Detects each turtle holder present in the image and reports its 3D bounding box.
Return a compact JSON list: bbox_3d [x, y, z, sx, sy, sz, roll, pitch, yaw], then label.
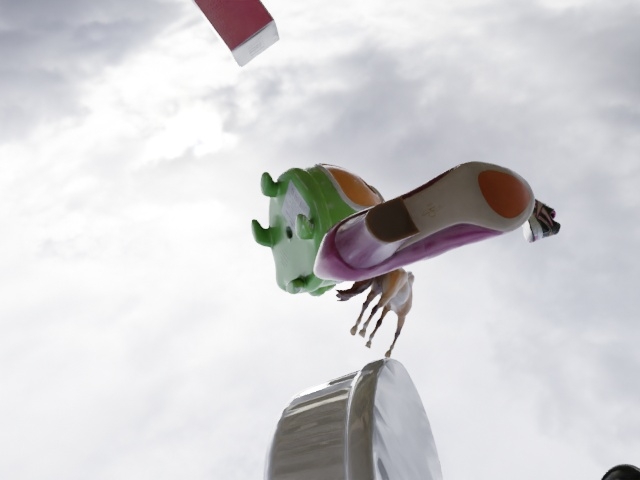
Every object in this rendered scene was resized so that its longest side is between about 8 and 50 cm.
[{"bbox_3d":[0.009,-0.001,1.210,0.228,0.320,0.243,-12,-159,-28],"label":"turtle holder"}]

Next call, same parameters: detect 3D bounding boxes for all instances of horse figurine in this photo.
[{"bbox_3d":[0.115,0.104,1.053,0.066,0.263,0.174,19,-104,30],"label":"horse figurine"}]

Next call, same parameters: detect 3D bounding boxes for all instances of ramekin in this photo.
[{"bbox_3d":[0.043,0.269,0.632,0.127,0.272,0.272,-16,-145,18],"label":"ramekin"}]

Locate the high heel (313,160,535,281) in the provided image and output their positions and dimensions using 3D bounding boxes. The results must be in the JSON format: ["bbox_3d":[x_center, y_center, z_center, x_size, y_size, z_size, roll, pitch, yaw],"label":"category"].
[{"bbox_3d":[0.166,-0.027,0.930,0.377,0.181,0.127,-9,-106,-32],"label":"high heel"}]

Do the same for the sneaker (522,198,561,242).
[{"bbox_3d":[0.484,-0.061,1.332,0.077,0.072,0.178,-6,-136,3],"label":"sneaker"}]

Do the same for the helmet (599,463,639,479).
[{"bbox_3d":[0.419,0.387,0.755,0.169,0.169,0.161,25,-95,31],"label":"helmet"}]

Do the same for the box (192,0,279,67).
[{"bbox_3d":[-0.216,-0.550,1.394,0.127,0.232,0.148,-36,180,2],"label":"box"}]
